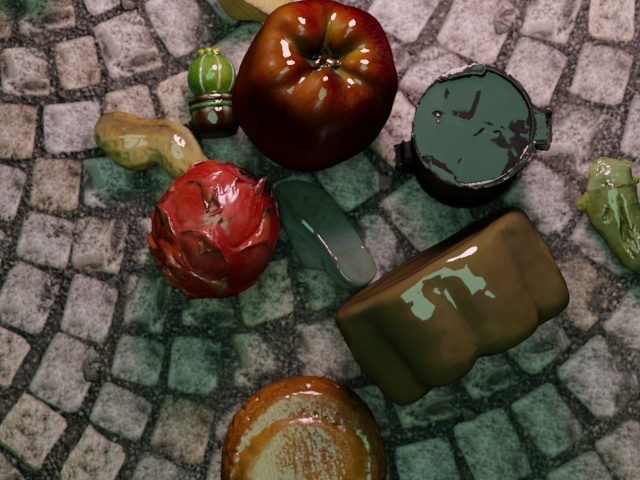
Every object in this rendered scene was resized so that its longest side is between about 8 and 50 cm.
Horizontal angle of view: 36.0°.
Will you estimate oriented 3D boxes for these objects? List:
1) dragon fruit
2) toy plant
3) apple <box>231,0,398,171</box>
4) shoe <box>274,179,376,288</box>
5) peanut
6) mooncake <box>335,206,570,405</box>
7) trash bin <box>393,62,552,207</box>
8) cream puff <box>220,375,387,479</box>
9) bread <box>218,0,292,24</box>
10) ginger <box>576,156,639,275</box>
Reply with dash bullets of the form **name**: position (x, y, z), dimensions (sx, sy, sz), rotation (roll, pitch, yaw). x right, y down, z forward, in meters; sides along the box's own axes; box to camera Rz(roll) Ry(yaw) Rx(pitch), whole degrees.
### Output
- **dragon fruit**: position (-0.188, -0.017, 1.733), dimensions (0.241, 0.241, 0.252), rotation (26, 78, 6)
- **toy plant**: position (-0.198, -0.272, 1.810), dimensions (0.092, 0.093, 0.162), rotation (-4, 86, 5)
- **apple**: position (-0.006, -0.268, 1.693), dimensions (0.288, 0.317, 0.288), rotation (2, 80, -9)
- **shoe**: position (0.000, 0.000, 1.783), dimensions (0.103, 0.100, 0.251), rotation (-25, 65, -36)
- **peanut**: position (-0.308, -0.174, 1.815), dimensions (0.229, 0.098, 0.103), rotation (15, 130, 7)
- **mooncake**: position (0.219, 0.111, 1.615), dimensions (0.378, 0.378, 0.201), rotation (-32, 91, 3)
- **trash bin**: position (0.247, -0.165, 1.654), dimensions (0.252, 0.301, 0.203), rotation (-2, 87, 5)
- **cream puff**: position (-0.028, 0.382, 1.703), dimensions (0.303, 0.212, 0.303), rotation (0, 79, -1)
- **bread**: position (-0.113, -0.529, 1.772), dimensions (0.135, 0.178, 0.240), rotation (8, 86, 7)
- **ginger**: position (0.566, -0.018, 1.727), dimensions (0.290, 0.089, 0.137), rotation (46, 110, 11)
